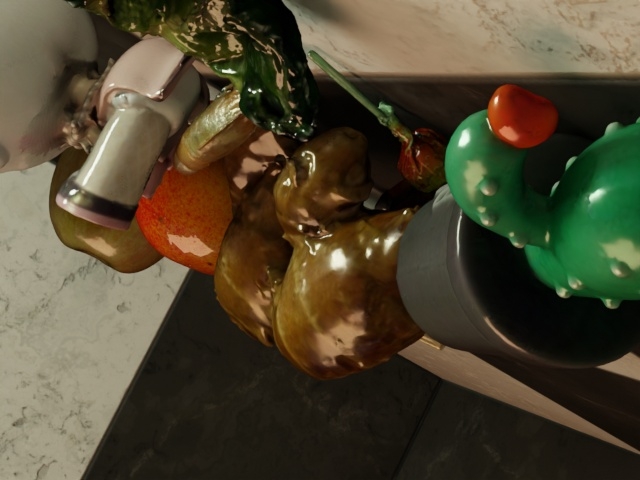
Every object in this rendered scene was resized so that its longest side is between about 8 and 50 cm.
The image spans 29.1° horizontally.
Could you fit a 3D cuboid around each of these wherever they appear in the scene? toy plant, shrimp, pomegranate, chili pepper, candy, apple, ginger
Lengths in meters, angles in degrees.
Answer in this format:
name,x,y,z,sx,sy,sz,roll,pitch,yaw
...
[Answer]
name,x,y,z,sx,sy,sz,roll,pitch,yaw
toy plant,0.188,-0.003,0.933,0.279,0.185,0.400,37,162,-11
shrimp,-0.072,-0.130,1.214,0.053,0.133,0.236,54,146,-3
pomegranate,-0.107,-0.059,1.501,0.256,0.221,0.221,8,164,29
chili pepper,-0.106,-0.194,0.966,0.264,0.116,0.148,31,-177,-28
candy,0.058,-0.114,1.155,0.201,0.060,0.060,40,167,-29
apple,-0.340,-0.071,2.127,0.256,0.234,0.257,23,174,3
ginger,0.007,0.005,1.272,0.152,0.274,0.357,-10,-159,-32

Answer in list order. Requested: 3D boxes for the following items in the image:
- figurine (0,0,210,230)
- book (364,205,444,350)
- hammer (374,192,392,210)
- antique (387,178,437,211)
name,x,y,z,sx,sy,sz,roll,pitch,yaw
figurine,-0.294,-0.183,1.294,0.361,0.211,0.253,19,-148,9
book,0.062,0.024,1.651,0.310,0.021,0.217,25,-145,15
hammer,0.184,-0.005,1.500,0.287,0.033,0.111,23,171,34
antique,0.121,-0.028,1.301,0.104,0.104,0.104,26,173,4
